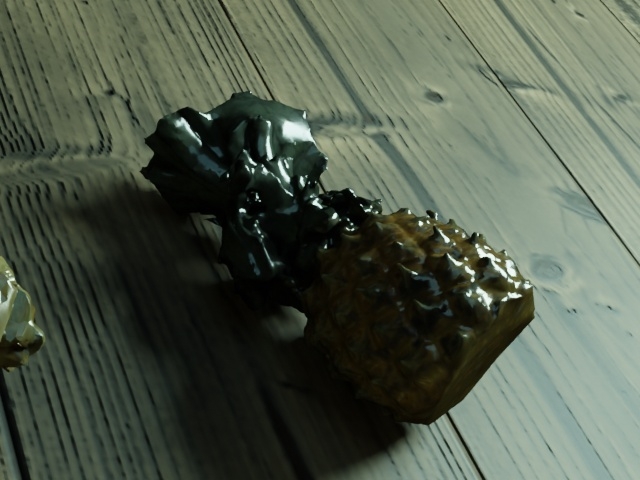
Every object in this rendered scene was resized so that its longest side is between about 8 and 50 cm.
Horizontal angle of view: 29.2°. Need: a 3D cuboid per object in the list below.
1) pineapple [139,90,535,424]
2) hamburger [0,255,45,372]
[{"bbox_3d":[0.000,0.000,0.685,0.237,0.111,0.119,37,5,23],"label":"pineapple"},{"bbox_3d":[-0.247,0.010,0.437,0.286,0.146,0.243,29,51,-29],"label":"hamburger"}]
